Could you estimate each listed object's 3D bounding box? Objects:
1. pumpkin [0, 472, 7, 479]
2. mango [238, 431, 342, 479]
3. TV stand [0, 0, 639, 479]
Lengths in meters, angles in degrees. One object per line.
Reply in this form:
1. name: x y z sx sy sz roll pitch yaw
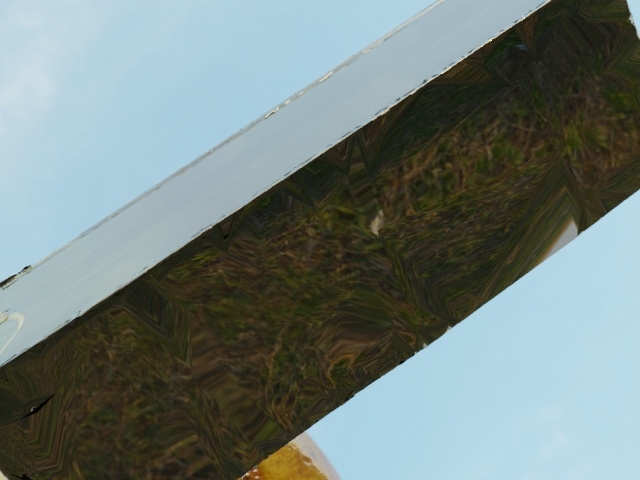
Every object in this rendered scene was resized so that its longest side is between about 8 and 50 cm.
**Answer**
1. pumpkin: -0.162 0.186 0.747 0.217 0.217 0.110 -14 -70 -16
2. mango: -0.063 0.276 1.016 0.177 0.120 0.295 -32 -97 -11
3. TV stand: 0.000 0.000 0.368 0.269 0.083 0.088 -35 -66 -12
